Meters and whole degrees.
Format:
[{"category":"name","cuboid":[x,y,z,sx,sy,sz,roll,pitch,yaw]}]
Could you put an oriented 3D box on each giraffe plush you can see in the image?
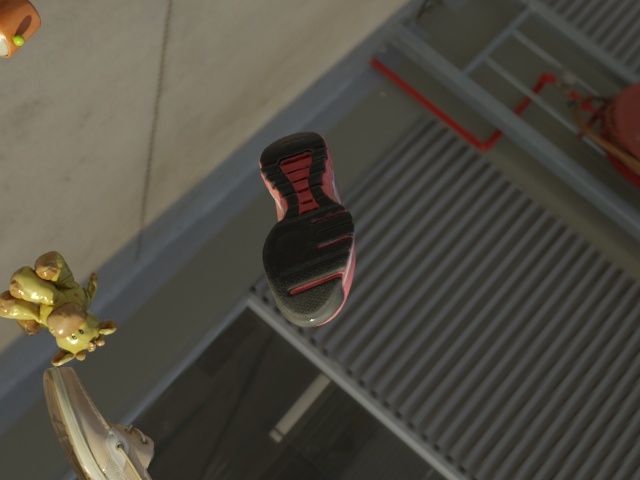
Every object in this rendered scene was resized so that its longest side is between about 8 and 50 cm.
[{"category":"giraffe plush","cuboid":[-0.495,0.150,1.892,0.181,0.170,0.210,-51,139,11]}]

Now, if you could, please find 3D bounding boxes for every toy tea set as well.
[{"category":"toy tea set","cuboid":[-0.648,-0.411,1.805,0.124,0.200,0.336,-46,-160,-28]}]

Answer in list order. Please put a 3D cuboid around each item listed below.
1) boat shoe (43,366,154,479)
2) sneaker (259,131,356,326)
[{"category":"boat shoe","cuboid":[-0.270,0.293,1.301,0.098,0.302,0.109,-27,180,-25]},{"category":"sneaker","cuboid":[0.001,0.000,1.236,0.115,0.314,0.136,-16,134,10]}]
